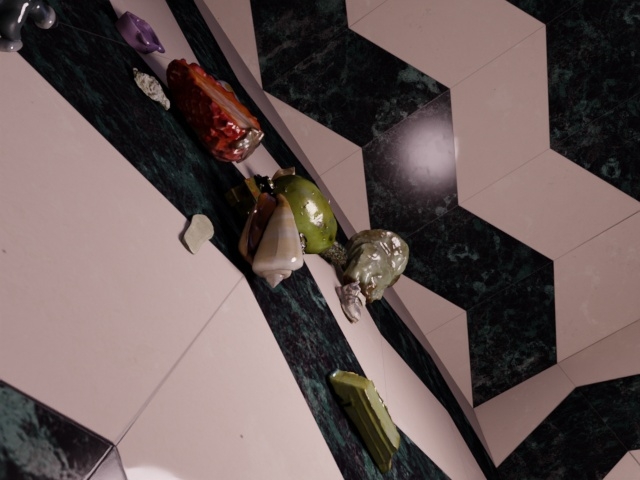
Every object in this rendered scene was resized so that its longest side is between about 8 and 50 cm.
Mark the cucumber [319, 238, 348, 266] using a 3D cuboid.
[{"bbox_3d":[0.000,0.000,2.023,0.359,0.096,0.096,43,18,-55],"label":"cucumber"}]

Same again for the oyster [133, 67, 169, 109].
[{"bbox_3d":[-0.433,-0.391,1.341,0.098,0.037,0.100,61,11,21],"label":"oyster"}]

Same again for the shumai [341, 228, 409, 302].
[{"bbox_3d":[0.222,0.134,2.179,0.263,0.303,0.310,-76,144,-57],"label":"shumai"}]

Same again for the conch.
[{"bbox_3d":[-0.116,0.006,1.312,0.127,0.158,0.255,86,7,-51],"label":"conch"}]

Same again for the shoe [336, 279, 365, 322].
[{"bbox_3d":[0.128,0.225,1.959,0.089,0.092,0.180,50,13,-39],"label":"shoe"}]

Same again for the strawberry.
[{"bbox_3d":[-0.325,-0.367,1.524,0.336,0.149,0.265,46,19,-6],"label":"strawberry"}]

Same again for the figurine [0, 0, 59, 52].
[{"bbox_3d":[-0.493,-0.369,0.758,0.265,0.140,0.193,13,61,-55],"label":"figurine"}]

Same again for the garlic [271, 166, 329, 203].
[{"bbox_3d":[-0.087,-0.142,1.840,0.245,0.164,0.145,39,3,-41],"label":"garlic"}]

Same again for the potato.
[{"bbox_3d":[-0.068,-0.076,1.634,0.304,0.215,0.216,41,19,-42],"label":"potato"}]

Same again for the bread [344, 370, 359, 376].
[{"bbox_3d":[0.090,0.399,1.446,0.083,0.035,0.070,38,21,-44],"label":"bread"}]

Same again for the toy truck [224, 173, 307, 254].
[{"bbox_3d":[-0.149,-0.047,1.433,0.257,0.127,0.127,59,25,2],"label":"toy truck"}]

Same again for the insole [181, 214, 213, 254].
[{"bbox_3d":[-0.261,-0.019,1.121,0.063,0.010,0.192,55,10,-16],"label":"insole"}]

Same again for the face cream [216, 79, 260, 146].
[{"bbox_3d":[-0.320,-0.479,2.017,0.291,0.071,0.144,61,11,15],"label":"face cream"}]

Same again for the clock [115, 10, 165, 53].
[{"bbox_3d":[-0.510,-0.577,1.491,0.110,0.050,0.153,57,11,-3],"label":"clock"}]

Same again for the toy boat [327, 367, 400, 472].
[{"bbox_3d":[0.123,0.443,1.337,0.276,0.084,0.111,59,13,4],"label":"toy boat"}]
